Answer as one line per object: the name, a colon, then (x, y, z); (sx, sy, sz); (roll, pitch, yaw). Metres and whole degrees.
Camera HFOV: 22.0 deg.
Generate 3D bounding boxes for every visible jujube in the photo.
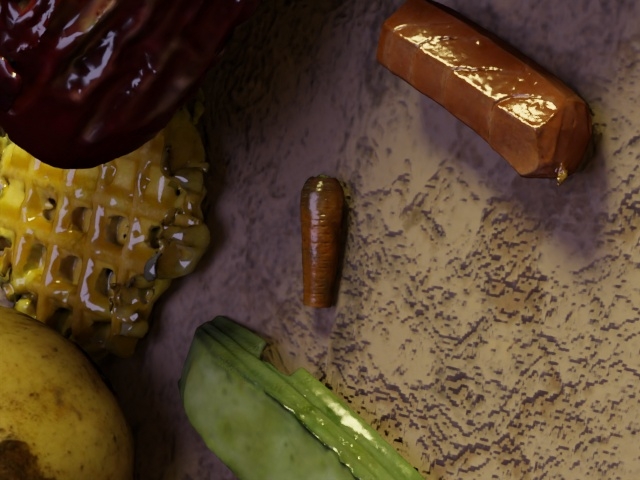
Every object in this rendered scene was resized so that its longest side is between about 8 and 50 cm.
jujube: (-0.127, -0.238, 1.126); (0.258, 0.258, 0.376); (40, 95, 36)

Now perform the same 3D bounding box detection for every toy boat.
toy boat: (-0.009, 0.146, 1.134); (0.293, 0.055, 0.093); (36, 113, 38)

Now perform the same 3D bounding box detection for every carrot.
carrot: (0.000, 0.000, 1.155); (0.032, 0.032, 0.093); (6, 94, 42)

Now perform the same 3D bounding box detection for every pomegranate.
pomegranate: (-0.274, 0.182, 1.235); (0.281, 0.281, 0.281); (-4, 85, 41)

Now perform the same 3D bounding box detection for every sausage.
sausage: (0.110, -0.093, 1.041); (0.169, 0.065, 0.065); (41, 113, 35)

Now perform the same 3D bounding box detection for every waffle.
waffle: (-0.188, -0.047, 1.303); (0.262, 0.060, 0.280); (-41, 65, 29)
